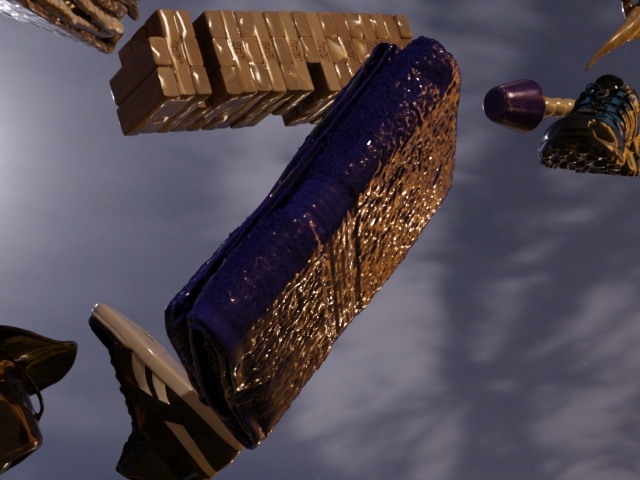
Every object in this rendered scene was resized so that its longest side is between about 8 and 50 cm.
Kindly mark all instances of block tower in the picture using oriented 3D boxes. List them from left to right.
[{"bbox_3d":[-0.041,-0.172,1.126,0.335,0.091,0.097,-8,-14,-38],"label":"block tower"}]

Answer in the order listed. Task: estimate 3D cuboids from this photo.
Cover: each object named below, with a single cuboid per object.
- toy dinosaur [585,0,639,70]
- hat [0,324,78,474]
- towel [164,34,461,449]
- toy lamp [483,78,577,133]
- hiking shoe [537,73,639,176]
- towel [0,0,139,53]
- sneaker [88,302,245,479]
[{"bbox_3d":[0.320,-0.228,1.109,0.053,0.092,0.183,0,19,40],"label":"toy dinosaur"},{"bbox_3d":[-0.410,0.218,1.241,0.331,0.134,0.331,-21,-18,-7],"label":"hat"},{"bbox_3d":[0.000,0.000,0.890,0.308,0.076,0.227,-50,-21,-23],"label":"towel"},{"bbox_3d":[0.348,-0.191,1.614,0.275,0.080,0.080,-3,-33,-36],"label":"toy lamp"},{"bbox_3d":[0.357,-0.156,1.470,0.113,0.132,0.304,5,3,22],"label":"hiking shoe"},{"bbox_3d":[-0.321,-0.299,1.131,0.235,0.121,0.284,23,2,10],"label":"towel"},{"bbox_3d":[-0.189,0.174,1.151,0.121,0.217,0.079,-47,-9,-2],"label":"sneaker"}]
